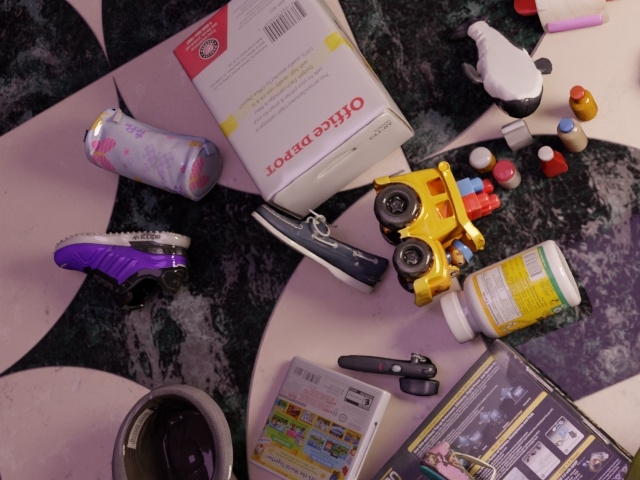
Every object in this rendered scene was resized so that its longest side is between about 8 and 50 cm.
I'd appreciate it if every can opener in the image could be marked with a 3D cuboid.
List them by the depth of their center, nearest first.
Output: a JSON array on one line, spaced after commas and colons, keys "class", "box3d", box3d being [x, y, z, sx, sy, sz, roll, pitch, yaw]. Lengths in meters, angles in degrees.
[{"class": "can opener", "box3d": [0.115, 0.219, 1.856, 0.186, 0.059, 0.073, 8, 81, 24]}]

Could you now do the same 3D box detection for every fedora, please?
[{"class": "fedora", "box3d": [-0.243, 0.396, 1.929, 0.244, 0.124, 0.275, -36, 58, 9]}]

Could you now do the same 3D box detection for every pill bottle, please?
[{"class": "pill bottle", "box3d": [0.308, 0.091, 1.772, 0.209, 0.117, 0.117, -25, 69, 16]}]

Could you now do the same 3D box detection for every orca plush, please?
[{"class": "orca plush", "box3d": [0.301, -0.279, 1.875, 0.151, 0.102, 0.287, -18, 42, -20]}]

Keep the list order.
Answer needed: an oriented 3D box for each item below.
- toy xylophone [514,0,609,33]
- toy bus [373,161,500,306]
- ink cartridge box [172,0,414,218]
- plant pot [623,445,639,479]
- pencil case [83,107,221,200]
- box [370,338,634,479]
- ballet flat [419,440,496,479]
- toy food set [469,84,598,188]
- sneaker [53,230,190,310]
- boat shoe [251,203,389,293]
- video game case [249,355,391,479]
[{"class": "toy xylophone", "box3d": [0.457, -0.523, 1.875, 0.236, 0.081, 0.322, 2, 78, 23]}, {"class": "toy bus", "box3d": [0.210, -0.021, 1.841, 0.212, 0.149, 0.220, -18, 73, 2]}, {"class": "ink cartridge box", "box3d": [-0.051, -0.274, 1.988, 0.279, 0.160, 0.384, -37, 66, 12]}, {"class": "plant pot", "box3d": [0.617, 0.380, 1.468, 0.353, 0.366, 0.366, 35, 92, 37]}, {"class": "pencil case", "box3d": [-0.326, -0.170, 2.107, 0.273, 0.113, 0.124, 20, 95, 25]}, {"class": "box", "box3d": [0.274, 0.407, 1.724, 0.318, 0.097, 0.395, 42, 96, 24]}, {"class": "ballet flat", "box3d": [0.251, 0.386, 1.652, 0.079, 0.077, 0.221, -44, 62, -14]}, {"class": "toy food set", "box3d": [0.359, -0.167, 1.819, 0.232, 0.104, 0.111, -22, 70, 17]}, {"class": "sneaker", "box3d": [-0.393, 0.063, 2.086, 0.294, 0.102, 0.146, -3, 77, 22]}, {"class": "boat shoe", "box3d": [0.000, 0.000, 1.900, 0.255, 0.095, 0.079, 32, 94, 2]}, {"class": "video game case", "box3d": [-0.004, 0.324, 1.856, 0.227, 0.026, 0.206, 16, 79, 44]}]
